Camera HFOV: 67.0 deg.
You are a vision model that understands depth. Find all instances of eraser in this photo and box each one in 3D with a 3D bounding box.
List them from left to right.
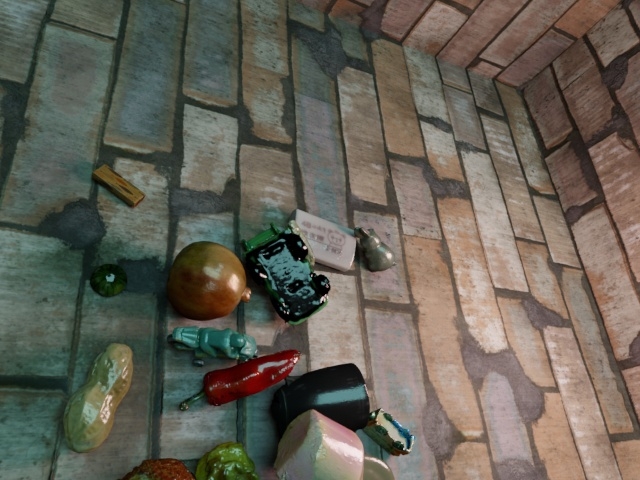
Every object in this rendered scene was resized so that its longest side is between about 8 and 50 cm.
[{"bbox_3d":[0.000,0.000,1.889,0.270,0.095,0.174,19,62,-19],"label":"eraser"}]

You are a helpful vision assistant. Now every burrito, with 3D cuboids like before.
[{"bbox_3d":[-0.074,0.013,1.775,0.045,0.058,0.188,-38,102,-44],"label":"burrito"}]

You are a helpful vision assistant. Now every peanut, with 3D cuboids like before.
[{"bbox_3d":[-0.590,0.412,1.294,0.130,0.130,0.290,26,54,-15],"label":"peanut"}]

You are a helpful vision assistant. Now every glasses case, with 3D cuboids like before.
[{"bbox_3d":[-0.680,-0.181,1.628,0.170,0.041,0.064,37,40,-7],"label":"glasses case"}]

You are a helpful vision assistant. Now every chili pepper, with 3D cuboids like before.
[{"bbox_3d":[-0.235,0.420,1.468,0.388,0.110,0.110,-17,72,-12],"label":"chili pepper"}]

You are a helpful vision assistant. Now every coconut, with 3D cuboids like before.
[{"bbox_3d":[0.010,0.621,1.346,0.245,0.233,0.233,39,51,-13],"label":"coconut"}]

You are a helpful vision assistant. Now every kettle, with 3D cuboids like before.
[{"bbox_3d":[-0.009,0.543,1.524,0.290,0.207,0.268,-4,81,-21],"label":"kettle"}]

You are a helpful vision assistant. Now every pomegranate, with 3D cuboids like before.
[{"bbox_3d":[-0.341,0.136,1.519,0.271,0.252,0.229,20,36,-17],"label":"pomegranate"}]

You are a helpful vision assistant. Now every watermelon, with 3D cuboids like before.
[{"bbox_3d":[-0.643,0.114,1.470,0.106,0.062,0.105,12,57,-19],"label":"watermelon"}]

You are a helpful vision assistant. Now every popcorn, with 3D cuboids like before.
[{"bbox_3d":[-0.256,0.657,1.337,0.198,0.155,0.197,26,45,-28],"label":"popcorn"}]

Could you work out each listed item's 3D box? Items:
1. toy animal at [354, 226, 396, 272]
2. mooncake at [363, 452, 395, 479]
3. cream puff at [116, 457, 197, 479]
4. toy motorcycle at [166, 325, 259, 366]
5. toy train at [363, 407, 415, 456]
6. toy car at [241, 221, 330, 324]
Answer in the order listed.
[{"bbox_3d":[0.218,0.017,1.941,0.108,0.138,0.236,-57,136,-44],"label":"toy animal"},{"bbox_3d":[0.106,0.790,1.485,0.275,0.135,0.274,12,62,-23],"label":"mooncake"},{"bbox_3d":[-0.415,0.666,1.202,0.240,0.164,0.240,-5,68,13],"label":"cream puff"},{"bbox_3d":[-0.310,0.319,1.465,0.297,0.198,0.109,15,63,-21],"label":"toy motorcycle"},{"bbox_3d":[0.231,0.654,1.654,0.188,0.099,0.072,41,49,-3],"label":"toy train"},{"bbox_3d":[-0.128,0.110,1.699,0.213,0.176,0.358,-33,90,-12],"label":"toy car"}]
